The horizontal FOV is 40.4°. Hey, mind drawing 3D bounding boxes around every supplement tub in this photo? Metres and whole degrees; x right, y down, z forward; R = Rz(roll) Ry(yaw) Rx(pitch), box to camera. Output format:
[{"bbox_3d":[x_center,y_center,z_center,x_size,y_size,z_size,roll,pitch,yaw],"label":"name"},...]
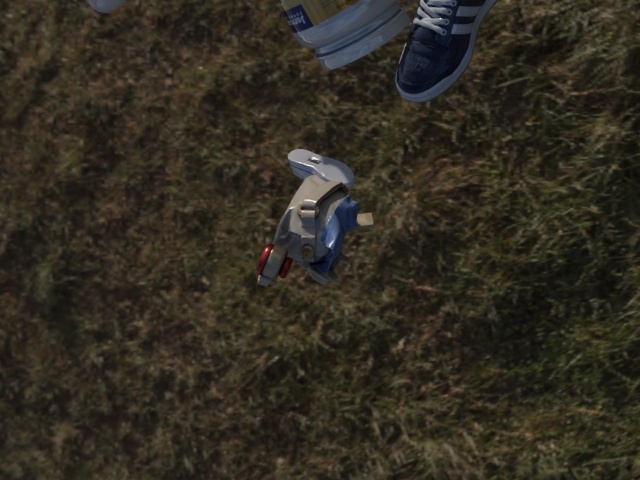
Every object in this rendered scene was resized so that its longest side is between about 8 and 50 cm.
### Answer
[{"bbox_3d":[0.011,-0.502,1.621,0.228,0.228,0.316,-12,117,44],"label":"supplement tub"}]

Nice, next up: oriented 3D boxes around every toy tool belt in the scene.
[{"bbox_3d":[0.000,0.000,0.513,0.051,0.083,0.052,24,133,3],"label":"toy tool belt"}]

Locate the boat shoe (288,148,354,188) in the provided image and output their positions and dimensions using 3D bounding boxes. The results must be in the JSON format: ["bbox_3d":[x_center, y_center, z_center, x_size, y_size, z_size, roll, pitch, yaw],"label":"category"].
[{"bbox_3d":[0.002,-0.079,1.059,0.100,0.035,0.035,24,142,32],"label":"boat shoe"}]

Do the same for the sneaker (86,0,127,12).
[{"bbox_3d":[-0.099,-0.307,0.698,0.305,0.152,0.114,-57,25,26],"label":"sneaker"}]

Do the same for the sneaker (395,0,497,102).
[{"bbox_3d":[0.169,-0.332,1.158,0.099,0.153,0.282,29,84,30],"label":"sneaker"}]
